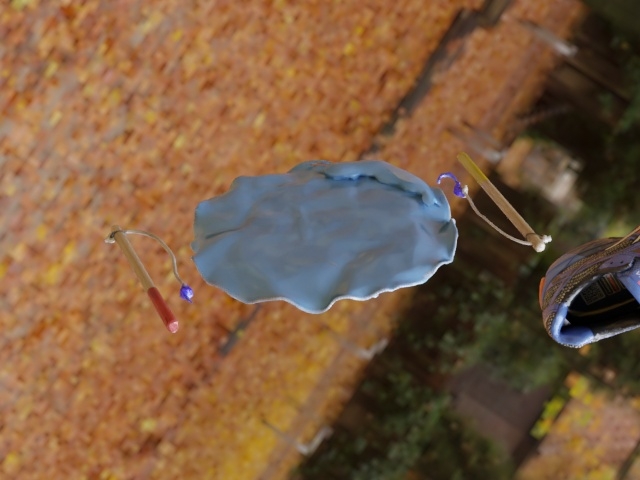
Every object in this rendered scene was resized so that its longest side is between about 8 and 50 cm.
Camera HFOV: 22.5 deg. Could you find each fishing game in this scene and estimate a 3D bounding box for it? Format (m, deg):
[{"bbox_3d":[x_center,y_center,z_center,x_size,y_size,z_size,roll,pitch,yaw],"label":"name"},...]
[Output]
[{"bbox_3d":[0.000,0.000,1.066,0.264,0.189,0.041,-14,122,-18],"label":"fishing game"}]

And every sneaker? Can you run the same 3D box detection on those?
[{"bbox_3d":[0.253,0.019,1.170,0.221,0.083,0.087,-37,-171,28],"label":"sneaker"}]
